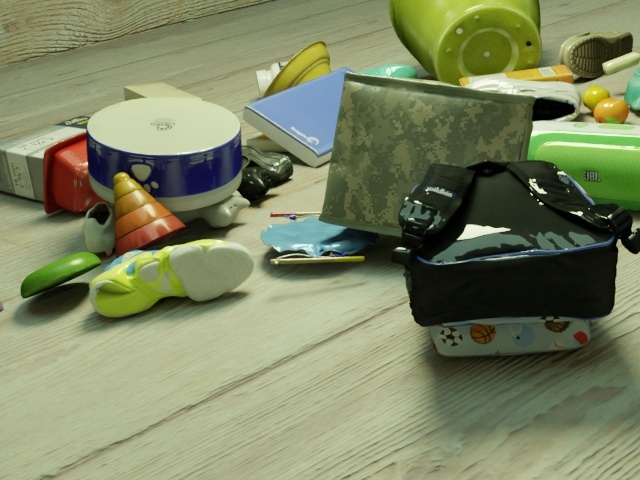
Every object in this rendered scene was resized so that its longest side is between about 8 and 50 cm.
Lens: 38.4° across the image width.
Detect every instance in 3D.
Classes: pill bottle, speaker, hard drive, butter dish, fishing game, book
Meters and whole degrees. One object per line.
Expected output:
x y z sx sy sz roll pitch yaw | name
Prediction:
-0.074 -0.407 2.328 0.169 0.094 0.094 -10 23 -3 | pill bottle
0.446 -0.120 1.446 0.296 0.131 0.131 8 28 34 | speaker
0.022 -0.270 1.954 0.210 0.040 0.319 36 44 26 | hard drive
-0.432 -0.116 1.743 0.118 0.160 0.160 32 41 24 | butter dish
0.000 0.000 1.434 0.189 0.041 0.264 -3 17 -6 | fishing game
-0.073 -0.214 1.962 0.144 0.035 0.096 2 24 20 | book

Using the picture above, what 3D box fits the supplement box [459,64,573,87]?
0.421 -0.320 1.983 0.233 0.078 0.080 -6 26 6 | supplement box

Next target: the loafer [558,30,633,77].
0.639 -0.443 2.180 0.268 0.102 0.092 -16 21 -40 | loafer

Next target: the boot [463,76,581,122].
0.398 -0.280 1.872 0.258 0.095 0.123 -2 19 15 | boot

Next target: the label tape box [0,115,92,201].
-0.562 -0.181 1.954 0.334 0.106 0.241 12 30 38 | label tape box

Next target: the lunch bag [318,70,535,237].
0.169 -0.115 1.360 0.287 0.235 0.169 13 9 26 | lunch bag

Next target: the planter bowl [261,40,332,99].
-0.033 -0.349 2.129 0.090 0.217 0.217 44 42 8 | planter bowl

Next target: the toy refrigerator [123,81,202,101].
-0.380 -0.313 2.220 0.102 0.094 0.269 -13 23 -28 | toy refrigerator

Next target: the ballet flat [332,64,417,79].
0.111 -0.365 2.212 0.247 0.083 0.087 -2 48 14 | ballet flat

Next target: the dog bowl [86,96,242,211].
-0.267 -0.153 1.583 0.265 0.104 0.265 2 29 -1 | dog bowl

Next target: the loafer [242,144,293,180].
-0.135 -0.146 1.789 0.170 0.062 0.061 10 34 39 | loafer

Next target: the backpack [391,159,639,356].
0.222 0.009 1.123 0.276 0.213 0.263 0 32 3 | backpack

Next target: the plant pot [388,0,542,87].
0.358 -0.494 2.128 0.366 0.366 0.353 -7 35 2 | plant pot

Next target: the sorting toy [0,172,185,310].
-0.394 -0.001 1.401 0.365 0.126 0.127 -25 1 -24 | sorting toy

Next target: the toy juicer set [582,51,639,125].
0.648 -0.304 1.875 0.209 0.089 0.329 -11 28 28 | toy juicer set

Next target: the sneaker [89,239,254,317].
-0.221 0.036 1.355 0.240 0.091 0.126 -12 23 -6 | sneaker

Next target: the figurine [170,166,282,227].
-0.203 -0.086 1.649 0.209 0.092 0.215 6 28 21 | figurine

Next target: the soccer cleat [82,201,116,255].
-0.366 -0.039 1.595 0.068 0.076 0.196 -6 23 4 | soccer cleat
